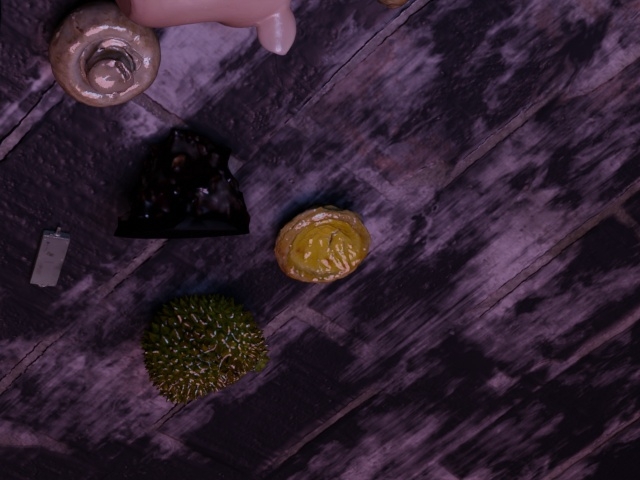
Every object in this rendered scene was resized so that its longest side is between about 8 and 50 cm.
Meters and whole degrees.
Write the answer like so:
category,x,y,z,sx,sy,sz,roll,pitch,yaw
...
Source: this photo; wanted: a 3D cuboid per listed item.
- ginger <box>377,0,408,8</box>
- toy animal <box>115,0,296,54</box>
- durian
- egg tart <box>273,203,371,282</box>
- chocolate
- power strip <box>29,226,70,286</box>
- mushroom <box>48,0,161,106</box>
category,x,y,z,sx,sy,sz,roll,pitch,yaw
ginger,0.177,-0.412,1.603,0.204,0.080,0.104,-14,165,-4
toy animal,-0.168,-0.375,1.438,0.256,0.213,0.195,-8,128,-11
durian,-0.220,0.195,1.925,0.237,0.200,0.176,-14,152,3
egg tart,0.000,0.000,1.908,0.191,0.074,0.191,-9,133,-10
chocolate,-0.229,-0.095,1.740,0.224,0.206,0.177,1,86,-30
power strip,-0.475,0.027,1.824,0.051,0.019,0.136,9,126,-22
mushroom,-0.321,-0.274,1.538,0.166,0.127,0.166,-7,124,-10
